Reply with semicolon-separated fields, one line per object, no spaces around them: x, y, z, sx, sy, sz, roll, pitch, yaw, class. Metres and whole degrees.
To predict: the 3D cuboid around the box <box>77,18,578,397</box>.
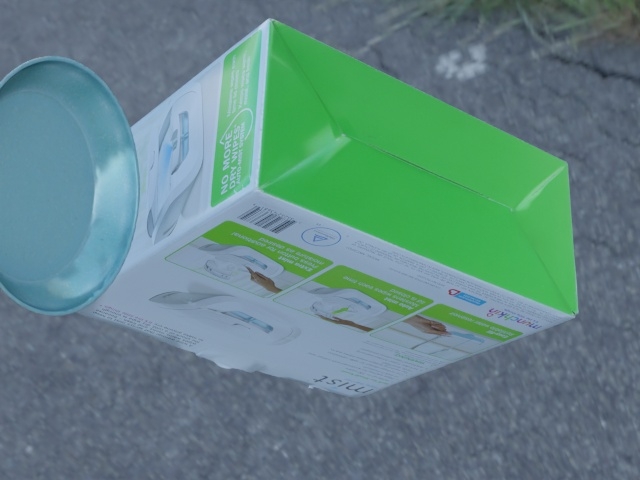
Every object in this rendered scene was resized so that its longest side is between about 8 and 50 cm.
0.000;0.000;0.841;0.231;0.262;0.126;-28;50;47;box

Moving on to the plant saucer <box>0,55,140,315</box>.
-0.128;-0.025;0.572;0.021;0.119;0.119;1;56;28;plant saucer
